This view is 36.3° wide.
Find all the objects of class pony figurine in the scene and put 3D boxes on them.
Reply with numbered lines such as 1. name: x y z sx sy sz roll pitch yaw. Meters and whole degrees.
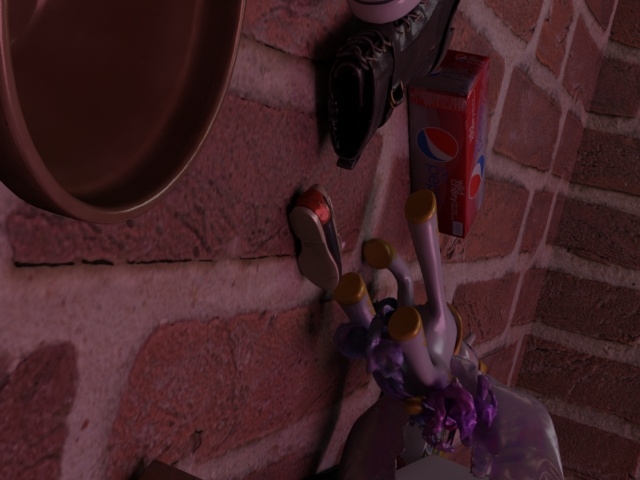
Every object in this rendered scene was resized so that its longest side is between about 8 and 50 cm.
1. pony figurine: 0.139 0.175 1.232 0.363 0.303 0.351 60 30 -41

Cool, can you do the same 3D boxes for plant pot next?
1. plant pot: -0.133 -0.135 0.501 0.237 0.110 0.237 13 90 -72

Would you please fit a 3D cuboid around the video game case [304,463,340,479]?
1. video game case: -0.016 0.448 1.329 0.248 0.035 0.275 10 94 -69

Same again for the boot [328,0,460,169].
1. boot: 0.079 -0.226 1.010 0.229 0.091 0.263 -51 151 -48

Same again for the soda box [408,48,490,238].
1. soda box: 0.176 -0.129 1.335 0.092 0.083 0.263 -58 154 -36

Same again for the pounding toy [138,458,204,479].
1. pounding toy: -0.153 0.272 0.792 0.181 0.094 0.206 -55 143 -31

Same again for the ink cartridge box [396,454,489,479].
1. ink cartridge box: 0.166 0.477 1.354 0.197 0.198 0.270 -12 106 -42

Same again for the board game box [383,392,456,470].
1. board game box: 0.137 0.354 1.566 0.303 0.097 0.224 -70 159 -8

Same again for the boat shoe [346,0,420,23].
1. boat shoe: 0.079 -0.334 0.931 0.267 0.096 0.088 -68 154 -19

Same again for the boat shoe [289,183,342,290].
1. boat shoe: 0.000 0.000 1.036 0.137 0.049 0.043 74 35 -46
